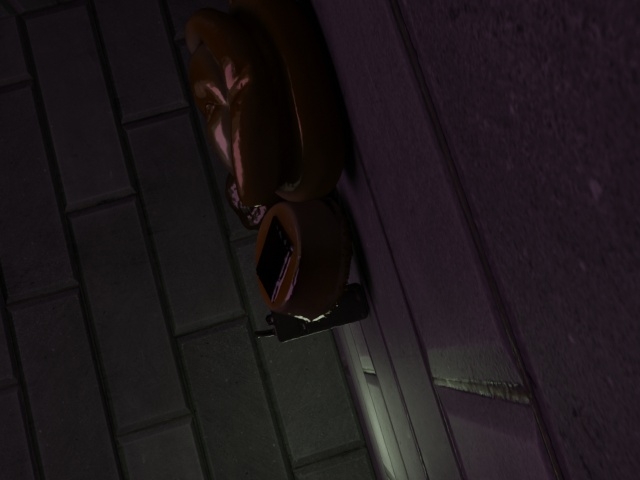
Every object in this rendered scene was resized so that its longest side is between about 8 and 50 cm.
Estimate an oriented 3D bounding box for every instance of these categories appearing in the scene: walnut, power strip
[{"bbox_3d":[-0.118,-0.145,1.660,0.227,0.283,0.283,30,-161,-26],"label":"walnut"},{"bbox_3d":[-0.028,0.185,1.568,0.053,0.287,0.093,-55,-50,-85],"label":"power strip"}]

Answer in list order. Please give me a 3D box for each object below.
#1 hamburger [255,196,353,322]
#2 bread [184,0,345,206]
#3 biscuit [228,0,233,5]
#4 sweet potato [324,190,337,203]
[{"bbox_3d":[-0.032,0.039,1.451,0.302,0.170,0.302,-12,76,61],"label":"hamburger"},{"bbox_3d":[-0.108,-0.265,1.201,0.329,0.245,0.424,85,164,-72],"label":"bread"},{"bbox_3d":[-0.255,-0.782,2.232,0.296,0.101,0.297,162,90,-83],"label":"biscuit"},{"bbox_3d":[0.003,-0.116,1.550,0.075,0.074,0.270,-114,-1,-64],"label":"sweet potato"}]
